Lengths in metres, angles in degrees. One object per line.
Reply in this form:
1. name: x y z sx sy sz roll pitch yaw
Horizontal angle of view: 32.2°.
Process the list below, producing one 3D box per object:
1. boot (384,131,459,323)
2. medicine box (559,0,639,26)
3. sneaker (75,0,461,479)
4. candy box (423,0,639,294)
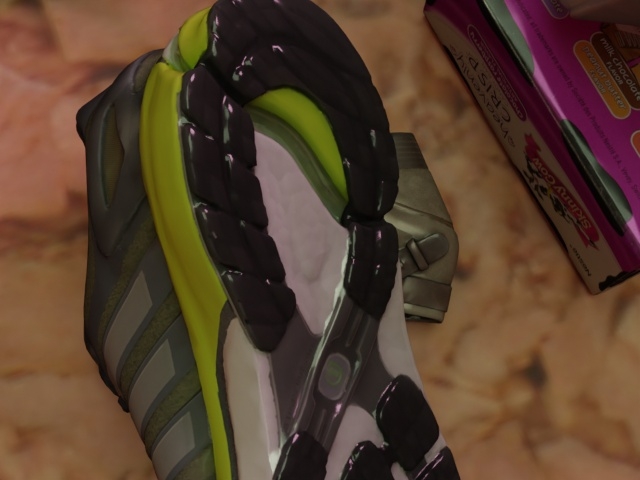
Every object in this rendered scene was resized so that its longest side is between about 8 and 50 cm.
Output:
1. boot: 0.000 0.000 0.473 0.118 0.042 0.087 -5 85 0
2. medicine box: 0.240 -0.214 0.376 0.263 0.149 0.289 4 92 -12
3. sneaker: -0.026 0.064 0.425 0.111 0.121 0.300 -9 94 -39
4. candy box: 0.187 -0.101 0.500 0.233 0.071 0.159 -27 81 -11
